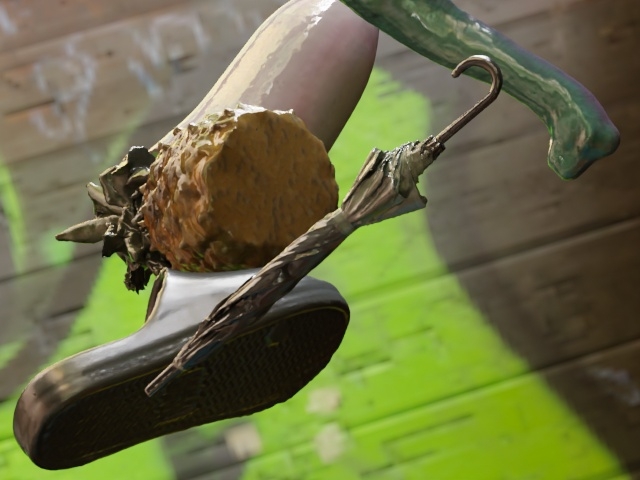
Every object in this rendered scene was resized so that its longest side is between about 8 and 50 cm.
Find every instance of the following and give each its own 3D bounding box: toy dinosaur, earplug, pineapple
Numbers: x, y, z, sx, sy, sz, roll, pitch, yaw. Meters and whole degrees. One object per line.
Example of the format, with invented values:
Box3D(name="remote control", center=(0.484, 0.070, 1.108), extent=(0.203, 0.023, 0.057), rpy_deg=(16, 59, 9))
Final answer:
Box3D(name="toy dinosaur", center=(0.060, -0.257, 1.160), extent=(0.129, 0.331, 0.383), rpy_deg=(-33, 138, -70))
Box3D(name="earplug", center=(-0.036, -0.153, 2.066), extent=(0.172, 0.301, 0.172), rpy_deg=(26, -25, 13))
Box3D(name="pineapple", center=(-0.091, -0.018, 1.376), extent=(0.248, 0.128, 0.128), rpy_deg=(-15, -88, 57))

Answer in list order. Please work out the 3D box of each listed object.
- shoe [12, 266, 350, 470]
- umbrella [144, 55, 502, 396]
Box3D(name="shoe", center=(-0.094, 0.061, 1.231), extent=(0.093, 0.241, 0.108), rpy_deg=(51, -38, 29))
Box3D(name="umbrella", center=(0.004, 0.004, 1.065), extent=(0.044, 0.269, 0.044), rpy_deg=(48, 13, 13))
